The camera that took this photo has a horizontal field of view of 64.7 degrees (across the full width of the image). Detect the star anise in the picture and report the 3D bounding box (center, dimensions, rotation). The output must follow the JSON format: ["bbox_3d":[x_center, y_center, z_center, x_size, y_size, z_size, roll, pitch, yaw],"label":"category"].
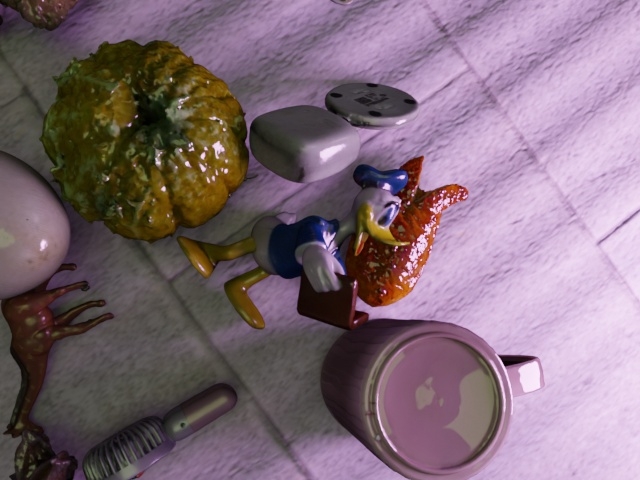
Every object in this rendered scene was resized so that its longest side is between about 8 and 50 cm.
[{"bbox_3d":[-0.391,0.391,0.744,0.197,0.073,0.212,42,120,16],"label":"star anise"}]

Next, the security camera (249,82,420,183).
[{"bbox_3d":[0.032,-0.181,0.813,0.302,0.080,0.157,-30,49,-33],"label":"security camera"}]

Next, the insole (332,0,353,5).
[{"bbox_3d":[-0.002,-0.503,0.902,0.065,0.006,0.193,-34,92,-7],"label":"insole"}]

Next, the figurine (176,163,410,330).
[{"bbox_3d":[0.000,0.000,0.746,0.338,0.283,0.204,-39,127,-3],"label":"figurine"}]

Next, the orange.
[{"bbox_3d":[-0.252,-0.156,0.752,0.300,0.223,0.301,-22,89,-12],"label":"orange"}]

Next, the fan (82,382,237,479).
[{"bbox_3d":[-0.241,0.300,0.785,0.244,0.130,0.074,-27,85,-18],"label":"fan"}]

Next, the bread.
[{"bbox_3d":[0.135,-0.016,0.848,0.139,0.095,0.268,33,89,-2],"label":"bread"}]

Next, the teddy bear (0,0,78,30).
[{"bbox_3d":[-0.481,-0.434,0.773,0.256,0.156,0.267,17,84,-7],"label":"teddy bear"}]

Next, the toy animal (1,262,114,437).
[{"bbox_3d":[-0.435,0.174,0.796,0.230,0.066,0.224,-35,109,-16],"label":"toy animal"}]

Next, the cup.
[{"bbox_3d":[0.158,0.229,0.752,0.289,0.273,0.208,20,79,-4],"label":"cup"}]

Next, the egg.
[{"bbox_3d":[-0.472,-0.019,0.699,0.296,0.218,0.218,19,85,27],"label":"egg"}]
